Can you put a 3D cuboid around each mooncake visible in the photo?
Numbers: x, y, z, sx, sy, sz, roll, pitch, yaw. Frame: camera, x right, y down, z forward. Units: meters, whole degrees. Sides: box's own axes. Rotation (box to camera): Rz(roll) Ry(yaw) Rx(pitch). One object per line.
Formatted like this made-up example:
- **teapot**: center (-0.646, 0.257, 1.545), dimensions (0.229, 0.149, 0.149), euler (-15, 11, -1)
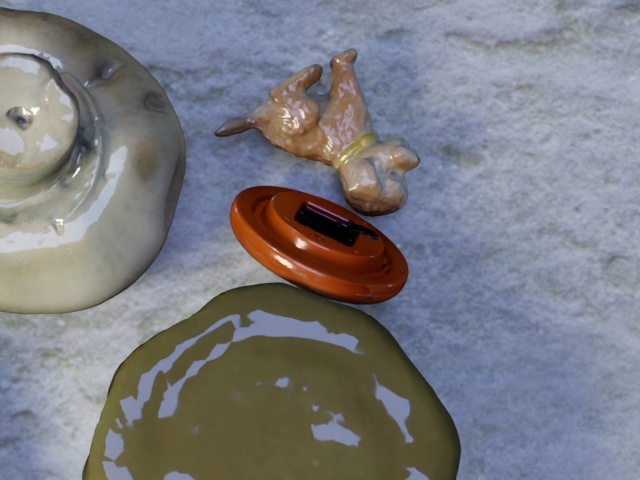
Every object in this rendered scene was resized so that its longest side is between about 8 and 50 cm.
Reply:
- **mooncake**: center (-0.054, 0.240, 1.917), dimensions (0.378, 0.201, 0.378), euler (4, 72, -11)

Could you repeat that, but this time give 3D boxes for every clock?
- **clock**: center (0.000, 0.000, 1.995), dimensions (0.205, 0.205, 0.051), euler (23, 112, -1)

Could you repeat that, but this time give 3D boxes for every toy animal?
- **toy animal**: center (0.002, -0.090, 2.062), dimensions (0.184, 0.104, 0.185), euler (-29, 85, -16)

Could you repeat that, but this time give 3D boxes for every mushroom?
- **mushroom**: center (-0.323, -0.066, 1.920), dimensions (0.353, 0.353, 0.325), euler (37, 104, 3)
